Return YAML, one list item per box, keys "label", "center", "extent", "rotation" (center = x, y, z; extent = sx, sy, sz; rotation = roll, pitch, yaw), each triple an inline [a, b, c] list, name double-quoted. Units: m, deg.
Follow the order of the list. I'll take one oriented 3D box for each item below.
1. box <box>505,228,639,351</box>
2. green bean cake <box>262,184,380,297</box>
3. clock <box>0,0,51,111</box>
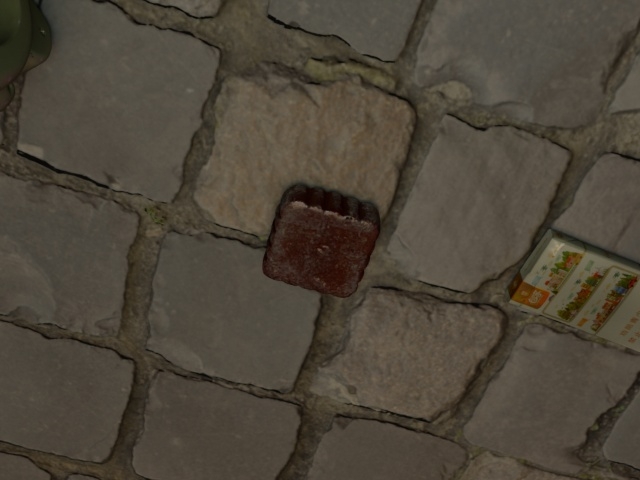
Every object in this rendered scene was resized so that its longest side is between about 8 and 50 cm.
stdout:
- label: "box"
  center: [0.377, 0.072, 1.197]
  extent: [0.220, 0.032, 0.122]
  rotation: [20, 123, -11]
- label: "green bean cake"
  center: [0.000, 0.000, 1.155]
  extent: [0.136, 0.056, 0.135]
  rotation: [16, 125, -7]
- label: "clock"
  center: [-0.401, -0.246, 0.862]
  extent: [0.114, 0.309, 0.284]
  rotation: [-21, 120, 14]
